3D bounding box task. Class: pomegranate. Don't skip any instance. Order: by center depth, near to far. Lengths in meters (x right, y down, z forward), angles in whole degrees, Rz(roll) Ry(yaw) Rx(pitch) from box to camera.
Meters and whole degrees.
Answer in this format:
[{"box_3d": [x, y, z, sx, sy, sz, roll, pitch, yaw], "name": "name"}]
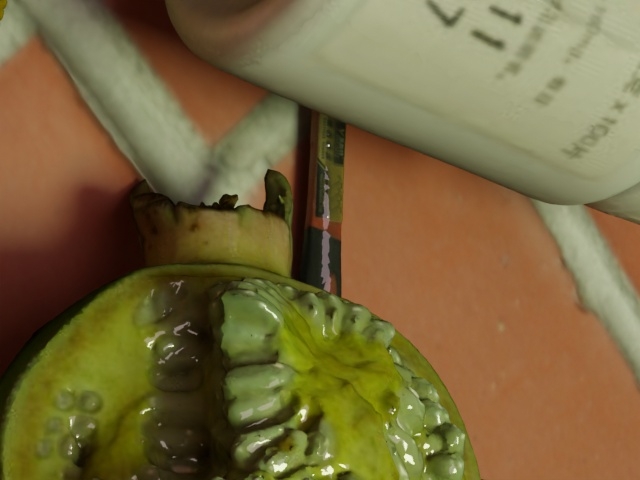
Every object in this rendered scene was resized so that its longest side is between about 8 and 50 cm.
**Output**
[{"box_3d": [-0.052, 0.107, 0.941, 0.260, 0.260, 0.340, 26, 47, -34], "name": "pomegranate"}]

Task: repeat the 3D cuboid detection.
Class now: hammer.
[{"box_3d": [0.000, 0.000, 1.089, 0.111, 0.033, 0.287, 5, 88, -35], "name": "hammer"}]

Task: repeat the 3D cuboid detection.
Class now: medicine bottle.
[{"box_3d": [0.116, -0.136, 1.026, 0.371, 0.211, 0.211, 19, 79, -34], "name": "medicine bottle"}]

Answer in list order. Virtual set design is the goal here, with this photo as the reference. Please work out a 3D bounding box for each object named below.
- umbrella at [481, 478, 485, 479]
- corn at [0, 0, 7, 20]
[{"box_3d": [0.065, 0.144, 1.148, 0.122, 0.013, 0.022, 6, 99, -37], "name": "umbrella"}, {"box_3d": [-0.188, -0.142, 0.922, 0.080, 0.080, 0.238, 19, 79, -35], "name": "corn"}]
